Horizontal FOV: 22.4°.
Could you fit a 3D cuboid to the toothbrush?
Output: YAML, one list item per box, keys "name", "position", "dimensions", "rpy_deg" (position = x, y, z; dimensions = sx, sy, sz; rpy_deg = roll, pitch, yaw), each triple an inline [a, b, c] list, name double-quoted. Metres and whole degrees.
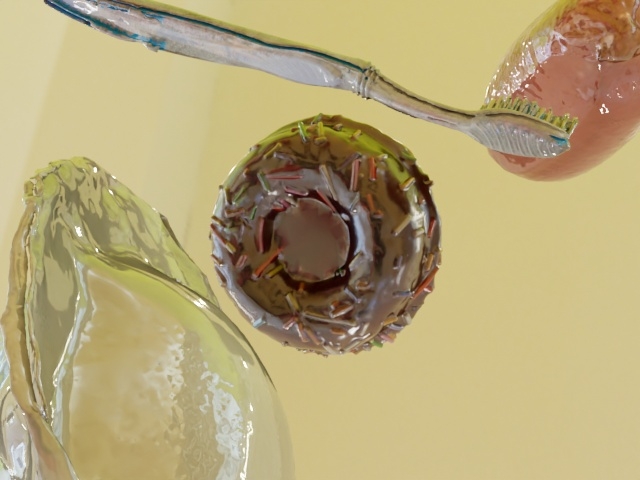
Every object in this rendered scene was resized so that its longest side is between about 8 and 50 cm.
- name: "toothbrush"
  position: [-0.019, -0.126, 1.146]
  dimensions: [0.413, 0.035, 0.042]
  rpy_deg: [17, -141, 15]

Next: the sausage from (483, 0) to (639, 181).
- name: "sausage"
  position: [0.232, -0.141, 1.433]
  dimensions: [0.148, 0.254, 0.148]
  rpy_deg: [11, -117, -21]

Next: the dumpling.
- name: "dumpling"
  position: [-0.106, 0.139, 0.812]
  dimensions: [0.181, 0.260, 0.341]
  rpy_deg: [17, -91, 8]

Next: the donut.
- name: "donut"
  position: [0.000, 0.000, 1.512]
  dimensions: [0.235, 0.235, 0.089]
  rpy_deg: [7, -172, 20]
